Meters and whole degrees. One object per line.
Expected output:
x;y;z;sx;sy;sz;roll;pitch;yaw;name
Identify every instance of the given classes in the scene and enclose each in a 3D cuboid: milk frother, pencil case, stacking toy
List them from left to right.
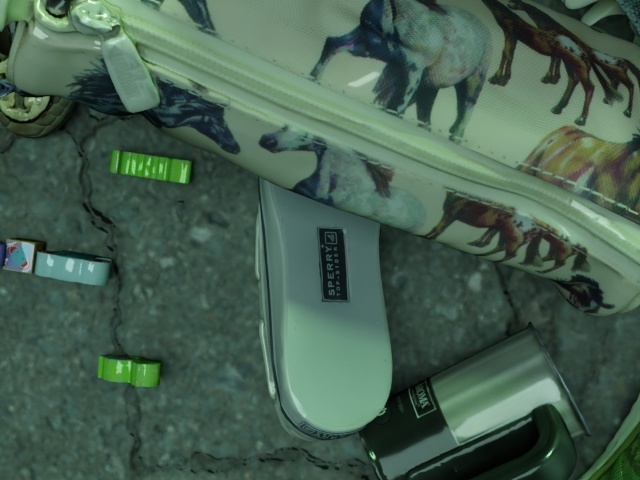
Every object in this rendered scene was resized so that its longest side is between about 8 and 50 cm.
-0.211;0.012;0.727;0.221;0.052;0.166;7;94;6;stacking toy
0.026;-0.086;0.573;0.411;0.183;0.160;20;128;-14;pencil case
0.117;0.153;0.679;0.135;0.129;0.143;-27;132;8;milk frother

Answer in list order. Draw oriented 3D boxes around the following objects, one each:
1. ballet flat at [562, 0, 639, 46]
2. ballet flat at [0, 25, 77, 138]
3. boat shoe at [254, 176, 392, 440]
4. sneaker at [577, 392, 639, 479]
0.181;-0.151;0.620;0.070;0.070;0.188;-47;130;7;ballet flat
-0.204;-0.197;0.713;0.084;0.058;0.249;6;93;8;ballet flat
0.000;0.000;0.679;0.096;0.088;0.267;2;73;-20;boat shoe
0.220;0.191;0.612;0.158;0.182;0.410;24;97;7;sneaker
